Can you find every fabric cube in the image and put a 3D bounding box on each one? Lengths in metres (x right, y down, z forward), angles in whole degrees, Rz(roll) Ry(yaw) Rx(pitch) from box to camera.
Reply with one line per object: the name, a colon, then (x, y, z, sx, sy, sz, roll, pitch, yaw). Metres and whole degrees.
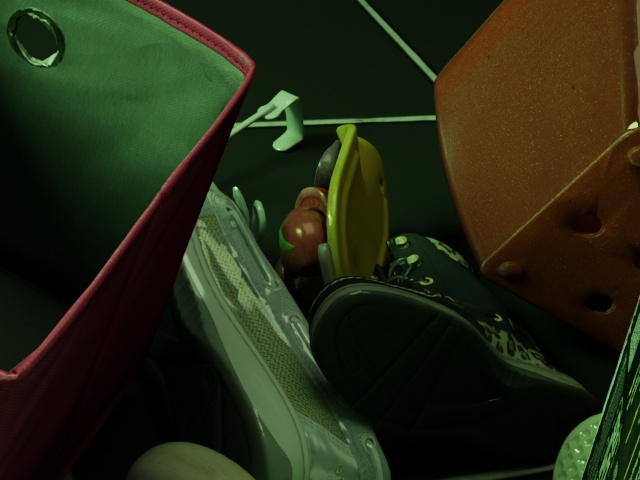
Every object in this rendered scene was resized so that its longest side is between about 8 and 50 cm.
fabric cube: (-0.219, 0.005, 0.591, 0.254, 0.258, 0.259, 27, 42, 2)

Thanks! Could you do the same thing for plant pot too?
plant pot: (0.251, -0.063, 0.866, 0.267, 0.267, 0.235, 28, 45, -14)

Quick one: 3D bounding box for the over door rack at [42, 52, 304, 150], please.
over door rack: (-0.201, -0.128, 1.023, 0.239, 0.108, 0.324, 29, 37, 27)

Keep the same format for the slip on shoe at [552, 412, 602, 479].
slip on shoe: (0.287, 0.196, 0.658, 0.331, 0.123, 0.101, 19, -12, 32)

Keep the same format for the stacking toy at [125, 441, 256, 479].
stacking toy: (-0.153, 0.224, 0.484, 0.330, 0.141, 0.141, -30, 48, -36)

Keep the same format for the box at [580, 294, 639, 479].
box: (0.146, 0.151, 0.472, 0.079, 0.322, 0.257, 13, 32, 8)

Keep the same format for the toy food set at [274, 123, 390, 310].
toy food set: (0.000, 0.000, 0.873, 0.071, 0.128, 0.218, -5, 34, 17)

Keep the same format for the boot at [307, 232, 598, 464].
boot: (0.062, 0.054, 0.776, 0.236, 0.085, 0.178, 26, 18, -34)

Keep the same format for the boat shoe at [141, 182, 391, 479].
boat shoe: (-0.061, 0.053, 0.773, 0.103, 0.118, 0.320, 2, 38, -32)
